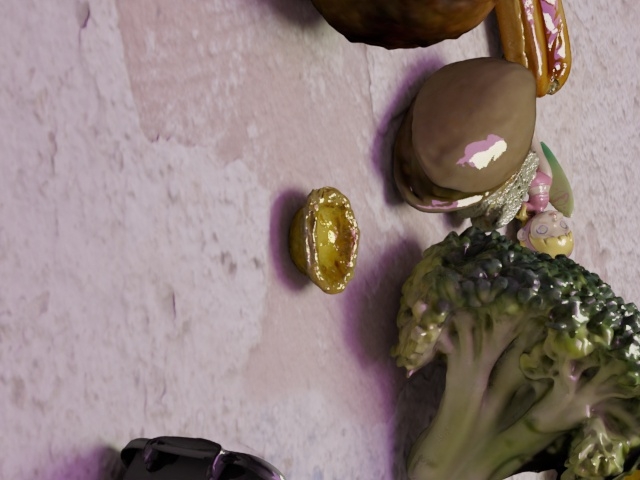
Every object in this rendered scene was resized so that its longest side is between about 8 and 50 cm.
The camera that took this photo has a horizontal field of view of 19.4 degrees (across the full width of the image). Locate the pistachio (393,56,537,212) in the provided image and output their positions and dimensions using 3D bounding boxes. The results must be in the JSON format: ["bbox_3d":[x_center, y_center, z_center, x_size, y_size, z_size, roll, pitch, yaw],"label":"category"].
[{"bbox_3d":[0.153,-0.113,1.962,0.226,0.136,0.135,-49,130,-42],"label":"pistachio"}]

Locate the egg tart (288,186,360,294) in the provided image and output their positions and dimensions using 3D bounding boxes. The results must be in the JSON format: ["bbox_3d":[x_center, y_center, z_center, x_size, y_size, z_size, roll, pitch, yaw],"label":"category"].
[{"bbox_3d":[0.000,0.000,1.750,0.105,0.039,0.105,9,80,-61],"label":"egg tart"}]

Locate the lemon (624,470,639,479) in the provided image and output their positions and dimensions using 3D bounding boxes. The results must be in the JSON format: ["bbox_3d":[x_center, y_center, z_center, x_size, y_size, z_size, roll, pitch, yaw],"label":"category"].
[{"bbox_3d":[0.418,0.313,2.266,0.253,0.253,0.310,29,65,-57],"label":"lemon"}]

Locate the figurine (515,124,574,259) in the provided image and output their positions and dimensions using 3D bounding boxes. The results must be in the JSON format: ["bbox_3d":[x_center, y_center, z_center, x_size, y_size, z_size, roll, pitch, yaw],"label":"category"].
[{"bbox_3d":[0.252,-0.047,2.193,0.083,0.083,0.187,-3,78,-61],"label":"figurine"}]

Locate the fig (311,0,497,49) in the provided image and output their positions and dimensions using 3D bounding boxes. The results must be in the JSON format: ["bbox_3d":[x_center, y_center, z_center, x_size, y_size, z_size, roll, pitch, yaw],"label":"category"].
[{"bbox_3d":[0.035,-0.361,1.714,0.369,0.286,0.286,38,48,-15],"label":"fig"}]

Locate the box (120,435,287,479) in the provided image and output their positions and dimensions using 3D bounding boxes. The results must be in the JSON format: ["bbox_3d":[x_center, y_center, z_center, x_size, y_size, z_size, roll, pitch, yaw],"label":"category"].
[{"bbox_3d":[-0.084,0.280,1.470,0.135,0.163,0.243,-58,137,-33],"label":"box"}]

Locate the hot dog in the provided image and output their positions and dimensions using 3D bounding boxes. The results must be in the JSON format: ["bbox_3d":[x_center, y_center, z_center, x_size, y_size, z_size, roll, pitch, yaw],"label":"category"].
[{"bbox_3d":[0.233,-0.287,2.163,0.100,0.068,0.249,-25,108,-51],"label":"hot dog"}]

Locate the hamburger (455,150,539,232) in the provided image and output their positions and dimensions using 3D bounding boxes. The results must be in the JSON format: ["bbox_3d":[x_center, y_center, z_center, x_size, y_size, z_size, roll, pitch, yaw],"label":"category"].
[{"bbox_3d":[0.191,-0.061,2.058,0.054,0.084,0.121,35,65,-11],"label":"hamburger"}]

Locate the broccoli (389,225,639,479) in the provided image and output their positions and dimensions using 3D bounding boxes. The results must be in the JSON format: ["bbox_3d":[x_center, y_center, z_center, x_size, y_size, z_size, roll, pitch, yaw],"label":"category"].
[{"bbox_3d":[0.206,0.153,1.905,0.348,0.293,0.281,30,100,-45],"label":"broccoli"}]
